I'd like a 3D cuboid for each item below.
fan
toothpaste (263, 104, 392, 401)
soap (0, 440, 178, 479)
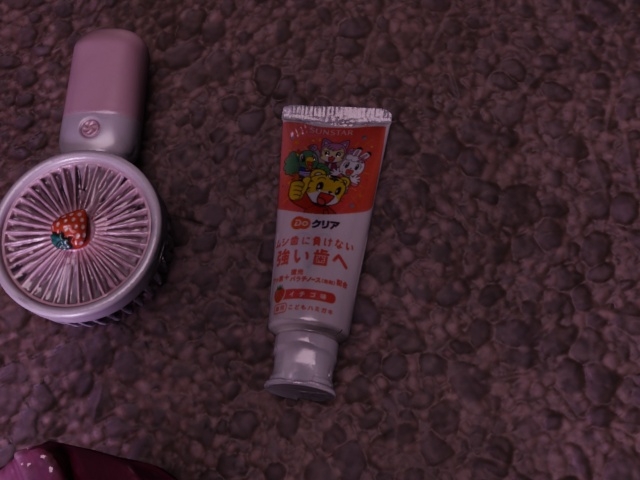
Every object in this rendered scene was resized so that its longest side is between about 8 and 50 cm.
[{"bbox_3d":[-0.176,-0.055,0.606,0.130,0.074,0.244,-1,72,6],"label":"fan"},{"bbox_3d":[0.000,0.000,0.587,0.089,0.057,0.234,4,66,8],"label":"toothpaste"},{"bbox_3d":[-0.095,0.281,0.416,0.127,0.220,0.325,-28,65,4],"label":"soap"}]
